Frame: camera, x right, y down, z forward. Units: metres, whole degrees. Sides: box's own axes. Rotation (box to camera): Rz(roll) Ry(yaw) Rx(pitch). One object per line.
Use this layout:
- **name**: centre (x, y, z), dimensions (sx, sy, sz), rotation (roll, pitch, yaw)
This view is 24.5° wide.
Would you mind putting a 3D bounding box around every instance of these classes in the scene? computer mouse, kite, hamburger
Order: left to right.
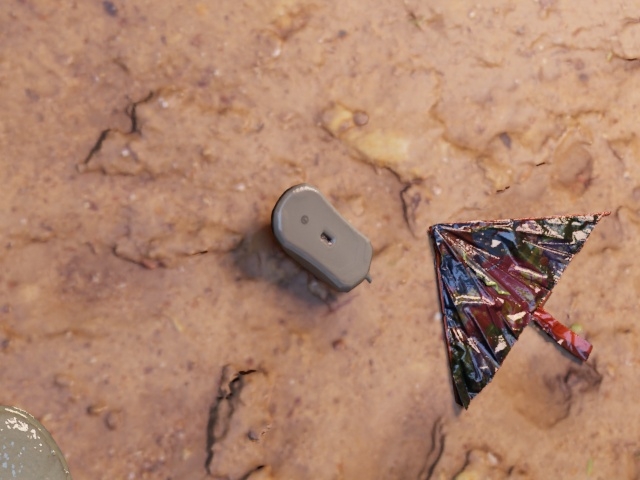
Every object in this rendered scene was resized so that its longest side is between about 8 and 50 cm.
- **hamburger**: centre (-0.244, 0.165, 1.066), dimensions (0.121, 0.054, 0.084), rotation (-14, 86, -26)
- **computer mouse**: centre (0.000, 0.000, 1.192), dimensions (0.110, 0.032, 0.056), rotation (41, 72, -25)
- **kite**: centre (0.168, 0.039, 1.269), dimensions (0.189, 0.009, 0.232), rotation (40, 72, -14)
